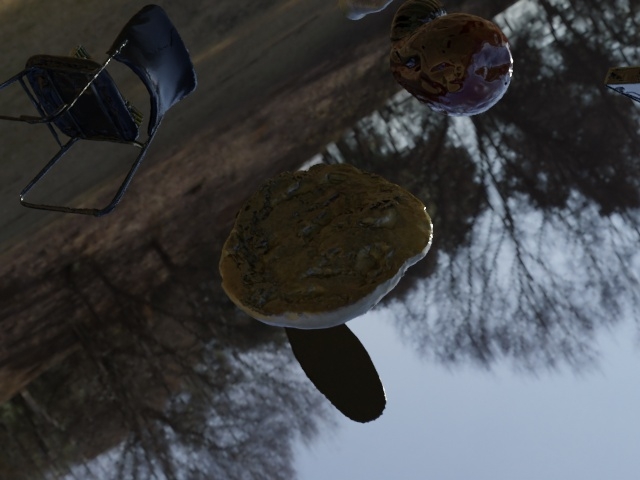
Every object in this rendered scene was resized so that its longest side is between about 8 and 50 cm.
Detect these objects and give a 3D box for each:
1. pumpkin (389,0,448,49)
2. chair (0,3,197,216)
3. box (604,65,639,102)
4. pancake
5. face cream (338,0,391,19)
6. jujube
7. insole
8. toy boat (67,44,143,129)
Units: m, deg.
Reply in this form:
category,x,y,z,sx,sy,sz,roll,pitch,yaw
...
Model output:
category,x,y,z,sx,sy,sz,roll,pitch,yaw
pumpkin,0.229,-0.448,2.026,0.150,0.194,0.194,-18,-171,8
chair,-0.258,-0.156,1.020,0.145,0.140,0.221,9,-129,29
box,0.707,-0.293,1.787,0.045,0.210,0.270,-70,-159,1
pancake,0.000,-0.001,1.102,0.282,0.049,0.282,-10,-141,8
face cream,0.104,-0.523,1.890,0.070,0.114,0.224,-20,-178,-17
jujube,0.208,-0.291,1.511,0.168,0.168,0.236,-36,-150,-26
insole,-0.008,0.126,1.343,0.111,0.328,0.007,-17,156,-33
toy boat,-0.252,-0.173,1.065,0.016,0.115,0.063,-31,-152,17
